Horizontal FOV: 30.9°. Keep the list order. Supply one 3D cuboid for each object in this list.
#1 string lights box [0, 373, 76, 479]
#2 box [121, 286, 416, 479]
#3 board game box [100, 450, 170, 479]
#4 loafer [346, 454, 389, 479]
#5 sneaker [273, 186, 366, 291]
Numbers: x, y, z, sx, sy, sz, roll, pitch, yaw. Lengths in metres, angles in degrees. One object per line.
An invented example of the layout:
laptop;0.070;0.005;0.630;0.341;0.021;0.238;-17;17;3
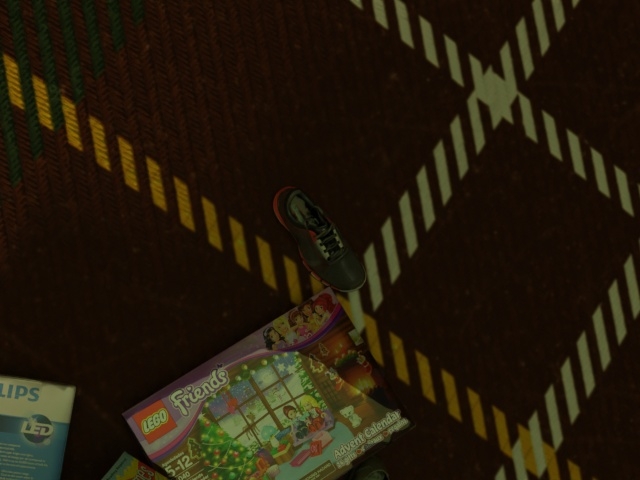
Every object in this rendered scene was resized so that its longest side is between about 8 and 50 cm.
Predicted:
string lights box;-0.363;0.282;1.302;0.133;0.077;0.260;11;82;-13
box;-0.061;0.215;1.381;0.293;0.057;0.201;-31;86;-14
board game box;-0.149;0.382;1.246;0.275;0.142;0.144;30;36;6
loafer;0.042;0.332;1.407;0.056;0.050;0.148;22;80;-10
sneaker;0.000;0.000;1.422;0.061;0.065;0.158;-43;95;-14
